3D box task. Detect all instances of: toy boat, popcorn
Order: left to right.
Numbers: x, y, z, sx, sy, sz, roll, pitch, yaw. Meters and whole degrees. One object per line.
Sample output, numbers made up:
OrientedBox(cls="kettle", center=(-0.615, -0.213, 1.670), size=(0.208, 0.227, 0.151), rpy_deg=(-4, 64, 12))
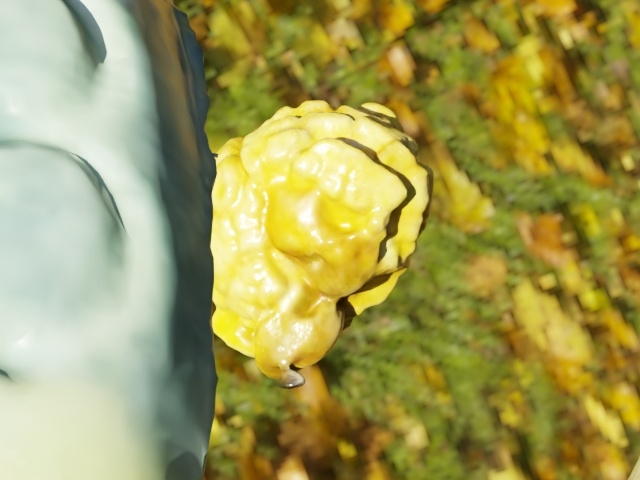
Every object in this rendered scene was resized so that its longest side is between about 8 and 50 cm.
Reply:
OrientedBox(cls="toy boat", center=(-0.140, -0.009, 0.465), size=(0.123, 0.215, 0.330), rpy_deg=(28, 35, -36))
OrientedBox(cls="popcorn", center=(-0.013, -0.011, 1.330), size=(0.163, 0.194, 0.140), rpy_deg=(37, 26, 28))

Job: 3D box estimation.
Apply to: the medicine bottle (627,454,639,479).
OrientedBox(cls="medicine bottle", center=(0.222, 0.117, 0.680), size=(0.236, 0.236, 0.406), rpy_deg=(38, 71, -33))
